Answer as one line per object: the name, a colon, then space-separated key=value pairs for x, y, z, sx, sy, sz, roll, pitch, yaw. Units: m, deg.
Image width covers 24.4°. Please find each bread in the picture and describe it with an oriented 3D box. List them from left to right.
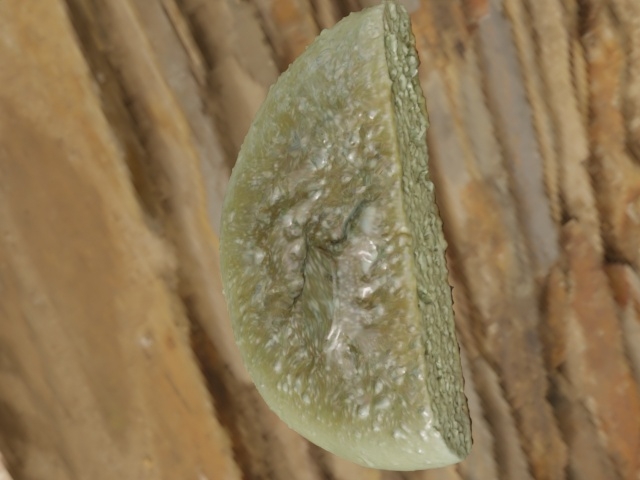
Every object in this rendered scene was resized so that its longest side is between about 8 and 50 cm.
bread: x=-0.003 y=0.004 z=0.614 sx=0.112 sy=0.036 sz=0.193 roll=-18 pitch=71 yaw=37
